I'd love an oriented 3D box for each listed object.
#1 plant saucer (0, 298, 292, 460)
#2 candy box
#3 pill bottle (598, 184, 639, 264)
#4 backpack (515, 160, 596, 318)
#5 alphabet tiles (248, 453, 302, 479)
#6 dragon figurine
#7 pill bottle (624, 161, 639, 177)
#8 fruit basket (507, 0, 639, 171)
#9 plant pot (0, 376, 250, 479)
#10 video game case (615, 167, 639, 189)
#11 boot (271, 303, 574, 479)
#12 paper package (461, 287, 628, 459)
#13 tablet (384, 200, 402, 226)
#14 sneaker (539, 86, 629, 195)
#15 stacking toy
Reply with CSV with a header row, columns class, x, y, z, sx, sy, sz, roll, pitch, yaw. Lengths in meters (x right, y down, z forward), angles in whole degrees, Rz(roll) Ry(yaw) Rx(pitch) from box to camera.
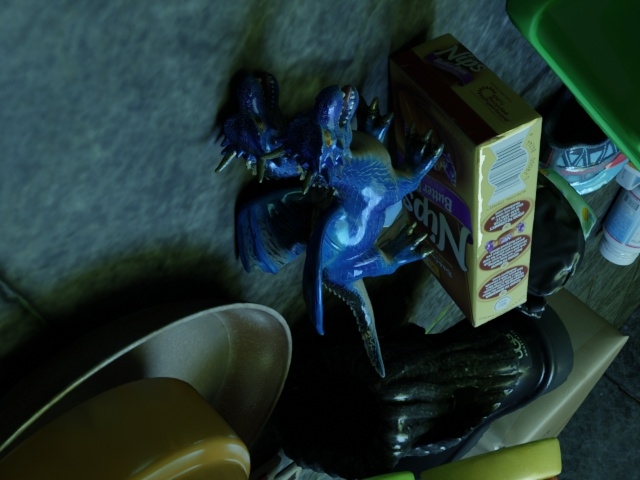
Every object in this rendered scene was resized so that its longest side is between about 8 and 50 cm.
class,x,y,z,sx,sy,sz,roll,pitch,yaw
plant saucer,-0.146,0.152,0.583,0.310,0.050,0.311,-40,154,-25
candy box,0.101,-0.037,0.622,0.053,0.109,0.187,-25,139,-11
pill bottle,0.521,-0.037,1.440,0.087,0.087,0.160,-32,151,-36
backpack,0.182,-0.016,0.805,0.115,0.152,0.182,-42,171,10
alphabet tiles,-0.155,0.369,0.928,0.342,0.011,0.285,-26,146,-43
dragon figurine,0.000,0.000,0.569,0.144,0.085,0.289,-31,145,-33
pill bottle,0.433,-0.177,1.029,0.121,0.121,0.216,-38,155,-27
fruit basket,0.349,-0.193,0.735,0.283,0.392,0.392,-31,165,26
plant pot,-0.086,0.214,0.484,0.205,0.188,0.205,-39,154,-24
video game case,0.569,-0.248,1.221,0.329,0.036,0.300,-32,149,-20
boot,0.058,0.176,0.867,0.260,0.131,0.348,-15,154,-37
paper package,0.250,0.247,1.274,0.324,0.168,0.310,-33,152,-36
tablet,0.050,-0.033,0.713,0.083,0.006,0.054,-3,128,-58
sneaker,0.318,-0.162,0.883,0.262,0.104,0.125,-52,153,-1
stacking toy,0.041,0.276,0.735,0.279,0.130,0.309,2,155,-42
